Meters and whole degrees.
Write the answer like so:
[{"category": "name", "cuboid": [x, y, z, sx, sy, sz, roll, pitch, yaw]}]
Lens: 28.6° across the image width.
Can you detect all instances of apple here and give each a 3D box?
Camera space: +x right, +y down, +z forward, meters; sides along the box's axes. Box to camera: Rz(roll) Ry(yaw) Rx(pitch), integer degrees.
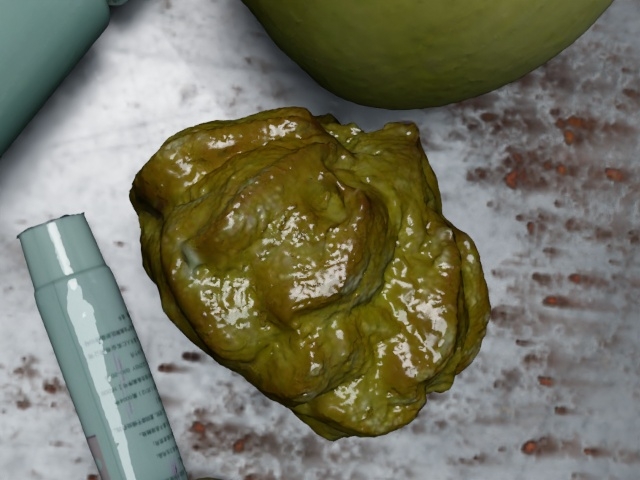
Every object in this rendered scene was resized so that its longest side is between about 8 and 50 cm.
[{"category": "apple", "cuboid": [0.069, -0.222, 0.806, 0.254, 0.292, 0.292, -39, 93, 20]}]

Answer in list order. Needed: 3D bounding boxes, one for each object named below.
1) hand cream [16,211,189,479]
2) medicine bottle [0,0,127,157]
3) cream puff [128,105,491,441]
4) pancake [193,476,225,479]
[{"category": "hand cream", "cuboid": [-0.127, 0.141, 0.867, 0.058, 0.085, 0.331, -24, 87, 19]}, {"category": "medicine bottle", "cuboid": [-0.251, -0.123, 0.806, 0.158, 0.158, 0.318, 37, 77, -5]}, {"category": "cream puff", "cuboid": [-0.007, 0.015, 0.808, 0.196, 0.244, 0.244, -25, 91, -9]}, {"category": "pancake", "cuboid": [-0.055, 0.293, 0.797, 0.049, 0.294, 0.294, -28, 91, 30]}]
